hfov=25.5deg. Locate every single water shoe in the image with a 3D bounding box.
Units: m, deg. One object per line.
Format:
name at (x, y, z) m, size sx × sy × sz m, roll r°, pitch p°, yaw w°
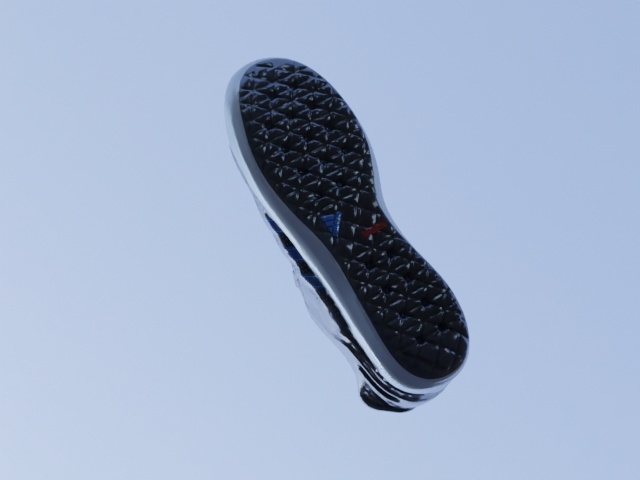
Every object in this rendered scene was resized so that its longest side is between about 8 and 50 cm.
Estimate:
water shoe at (0.000, 0.000, 0.746) m, size 0.073 × 0.080 × 0.203 m, roll -19°, pitch -109°, yaw -29°
